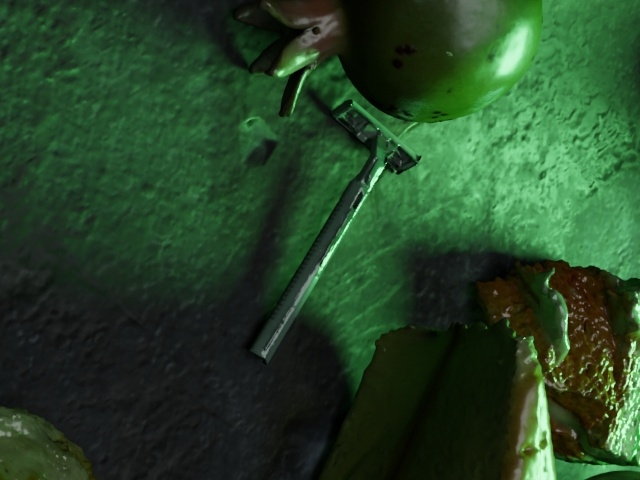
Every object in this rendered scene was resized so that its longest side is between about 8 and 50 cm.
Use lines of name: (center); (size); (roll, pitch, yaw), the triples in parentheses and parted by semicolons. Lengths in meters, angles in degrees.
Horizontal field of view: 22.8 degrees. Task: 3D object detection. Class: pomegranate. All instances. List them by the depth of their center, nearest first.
pomegranate: (0.052, -0.169, 1.174); (0.224, 0.181, 0.181); (-13, 103, -15)

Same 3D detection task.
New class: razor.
razor: (0.004, 0.001, 1.227); (0.084, 0.036, 0.211); (37, 72, -31)

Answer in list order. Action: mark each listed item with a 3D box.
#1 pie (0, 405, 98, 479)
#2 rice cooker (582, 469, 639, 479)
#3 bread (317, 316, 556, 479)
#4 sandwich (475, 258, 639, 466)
pie: (-0.233, 0.229, 1.039); (0.201, 0.090, 0.248); (25, 83, -39)
rice cooker: (0.287, 0.318, 1.366); (0.244, 0.226, 0.226); (24, 80, -37)
bread: (0.045, 0.245, 1.167); (0.245, 0.233, 0.361); (-10, 97, -34)
sandwich: (0.216, 0.110, 1.352); (0.160, 0.109, 0.184); (0, 95, -39)
